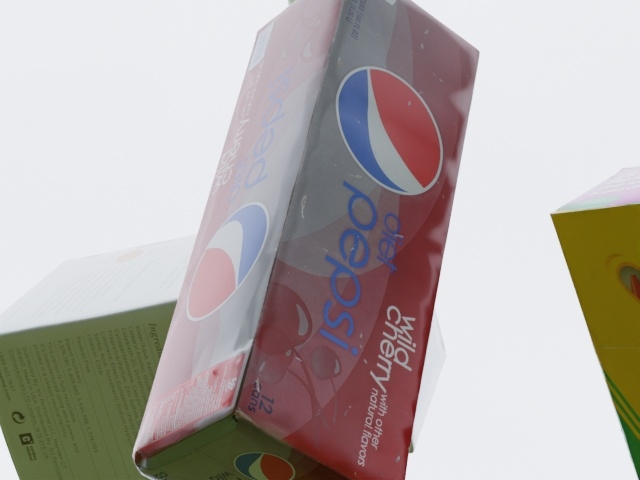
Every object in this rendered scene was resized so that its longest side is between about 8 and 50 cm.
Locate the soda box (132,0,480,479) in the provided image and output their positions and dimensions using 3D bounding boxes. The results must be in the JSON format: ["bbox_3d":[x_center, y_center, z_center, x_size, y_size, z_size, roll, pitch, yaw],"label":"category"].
[{"bbox_3d":[0.000,0.000,0.679,0.092,0.263,0.083,33,-39,-25],"label":"soda box"}]

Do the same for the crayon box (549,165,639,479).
[{"bbox_3d":[0.350,0.094,0.904,0.363,0.106,0.313,-7,-72,49],"label":"crayon box"}]

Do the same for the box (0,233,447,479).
[{"bbox_3d":[-0.086,0.094,1.280,0.345,0.215,0.168,-12,-76,16],"label":"box"}]

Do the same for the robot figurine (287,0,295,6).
[{"bbox_3d":[0.016,-0.136,0.939,0.067,0.115,0.101,0,-23,-30],"label":"robot figurine"}]
